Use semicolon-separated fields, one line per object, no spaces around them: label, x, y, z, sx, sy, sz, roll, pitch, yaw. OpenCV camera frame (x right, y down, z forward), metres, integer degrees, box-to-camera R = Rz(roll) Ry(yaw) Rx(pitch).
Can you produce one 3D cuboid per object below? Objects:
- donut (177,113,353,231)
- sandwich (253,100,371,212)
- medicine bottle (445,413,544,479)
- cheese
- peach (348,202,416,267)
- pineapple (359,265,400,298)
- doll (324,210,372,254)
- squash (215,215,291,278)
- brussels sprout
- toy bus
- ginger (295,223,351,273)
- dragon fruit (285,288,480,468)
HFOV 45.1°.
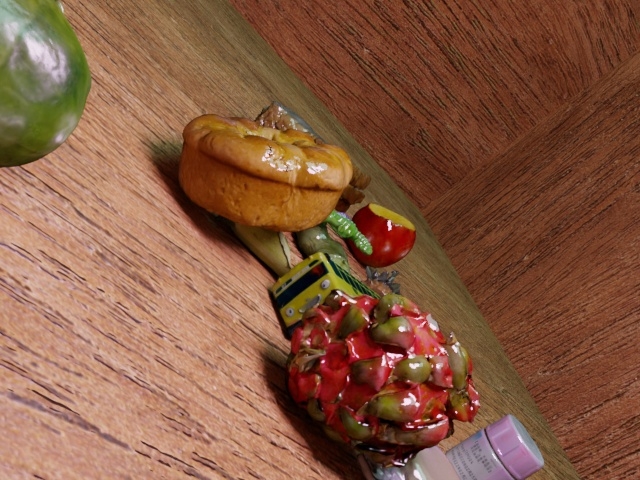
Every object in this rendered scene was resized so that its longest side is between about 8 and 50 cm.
donut;-0.098;-0.124;1.345;0.317;0.150;0.299;8;19;-34
sandwich;-0.045;-0.216;1.883;0.325;0.131;0.262;40;7;19
medicine bottle;0.356;0.452;1.584;0.135;0.168;0.135;49;14;-17
cheese;0.139;0.375;1.230;0.286;0.082;0.163;37;20;-48
peach;0.169;-0.022;2.113;0.190;0.192;0.190;13;54;-18
pineapple;0.121;0.122;1.719;0.130;0.119;0.277;65;10;2
doll;0.044;-0.032;1.684;0.190;0.050;0.115;37;16;-27
squash;-0.110;-0.015;1.397;0.200;0.075;0.090;43;39;-32
brussels sprout;-0.341;-0.184;0.767;0.244;0.244;0.244;49;13;-16
toy bus;0.031;0.132;1.391;0.262;0.128;0.150;38;19;-52
ginger;0.000;0.004;1.724;0.137;0.089;0.290;16;31;-40
dragon fruit;0.093;0.199;1.145;0.303;0.231;0.237;32;-2;-14
